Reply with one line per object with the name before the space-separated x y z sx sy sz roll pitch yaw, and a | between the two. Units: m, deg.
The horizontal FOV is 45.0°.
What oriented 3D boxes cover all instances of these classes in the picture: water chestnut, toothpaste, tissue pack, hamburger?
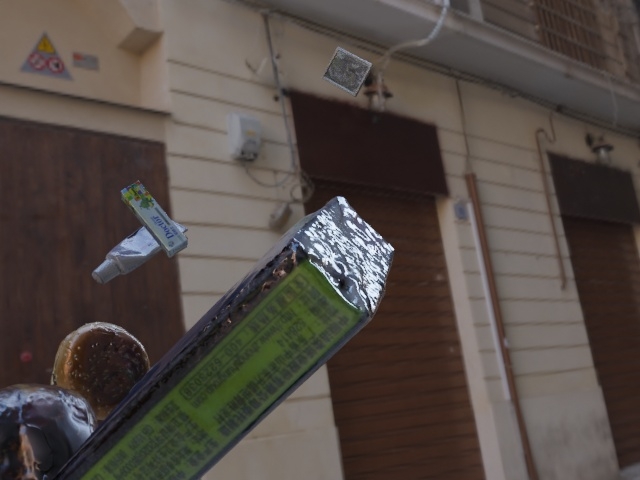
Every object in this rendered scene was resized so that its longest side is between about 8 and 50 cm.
water chestnut | -0.466 0.372 1.231 0.289 0.289 0.244 -6 -20 -10
toothpaste | -0.487 0.022 2.050 0.282 0.099 0.068 -42 -5 -39
tissue pack | -0.098 0.137 0.858 0.394 0.124 0.288 -45 2 17
toothpaste | -0.318 -0.042 1.478 0.046 0.164 0.034 -34 -17 -25
hamburger | -0.564 0.348 2.006 0.243 0.286 0.146 -41 23 -32

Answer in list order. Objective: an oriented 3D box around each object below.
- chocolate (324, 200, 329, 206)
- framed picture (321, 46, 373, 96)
chocolate | -0.003 -0.002 1.511 0.072 0.147 0.070 30 -10 10
framed picture | 0.047 -0.306 1.400 0.089 0.066 0.006 36 13 32
